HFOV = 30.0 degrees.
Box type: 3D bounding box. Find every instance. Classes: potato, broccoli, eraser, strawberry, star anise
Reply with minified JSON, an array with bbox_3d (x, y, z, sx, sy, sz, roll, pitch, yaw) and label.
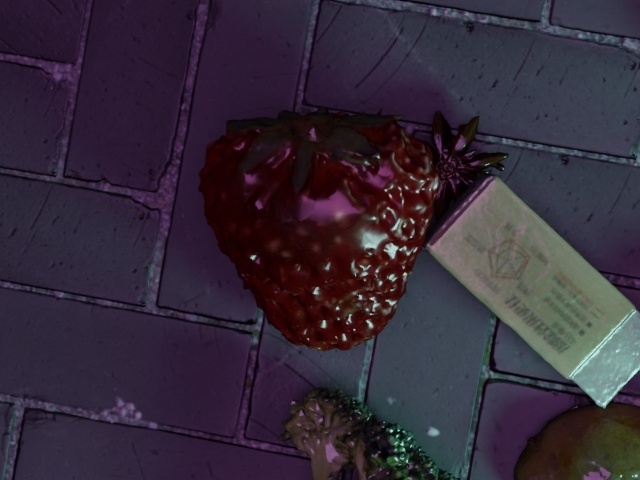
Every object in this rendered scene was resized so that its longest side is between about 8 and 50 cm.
[{"bbox_3d":[0.392,0.289,1.657,0.261,0.100,0.120,-12,89,5],"label":"potato"},{"bbox_3d":[0.052,0.453,1.631,0.353,0.275,0.397,30,85,48],"label":"broccoli"},{"bbox_3d":[0.308,0.067,1.654,0.343,0.078,0.144,43,93,-6],"label":"eraser"},{"bbox_3d":[0.000,0.000,1.615,0.317,0.295,0.345,-5,109,-9],"label":"strawberry"},{"bbox_3d":[0.181,-0.104,1.699,0.167,0.057,0.168,0,94,2],"label":"star anise"}]
